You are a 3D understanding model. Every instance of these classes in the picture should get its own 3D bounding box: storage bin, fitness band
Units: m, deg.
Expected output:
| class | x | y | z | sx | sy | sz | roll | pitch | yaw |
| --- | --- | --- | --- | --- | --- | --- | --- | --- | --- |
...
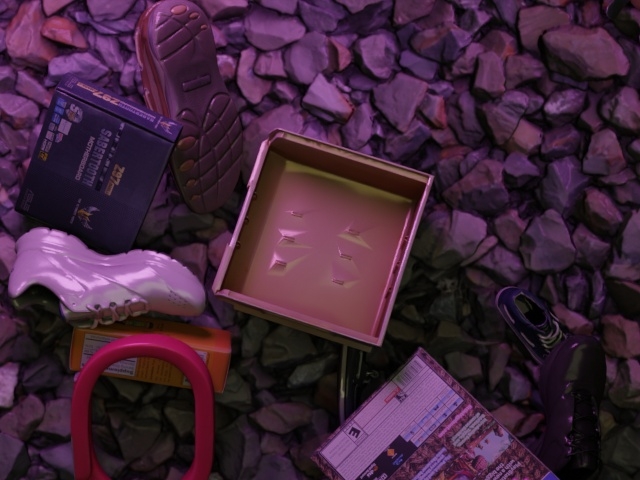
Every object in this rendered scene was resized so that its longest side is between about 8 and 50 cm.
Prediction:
| class | x | y | z | sx | sy | sz | roll | pitch | yaw |
| --- | --- | --- | --- | --- | --- | --- | --- | --- | --- |
| storage bin | 0.000 | 0.000 | 1.805 | 0.260 | 0.123 | 0.262 | 18 | 79 | 2 |
| fitness band | -0.259 | 0.273 | 1.793 | 0.209 | 0.054 | 0.291 | 0 | 110 | -6 |

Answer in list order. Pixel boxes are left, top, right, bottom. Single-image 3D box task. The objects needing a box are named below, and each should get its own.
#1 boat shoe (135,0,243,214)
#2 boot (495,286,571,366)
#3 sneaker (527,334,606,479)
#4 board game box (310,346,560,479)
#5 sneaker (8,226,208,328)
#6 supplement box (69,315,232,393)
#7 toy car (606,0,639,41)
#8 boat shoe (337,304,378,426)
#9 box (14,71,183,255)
| class | x | y | z | sx | sy | sz | roll | pitch | yaw |
| --- | --- | --- | --- | --- | --- | --- | --- | --- | --- |
| boat shoe | -0.200 | -0.201 | 1.822 | 0.123 | 0.116 | 0.324 | -17 | 110 | -29 |
| boot | 0.349 | 0.149 | 1.893 | 0.190 | 0.086 | 0.069 | 43 | 85 | -4 |
| sneaker | 0.387 | 0.286 | 1.855 | 0.109 | 0.130 | 0.286 | 6 | 101 | -14 |
| board game box | 0.175 | 0.347 | 1.784 | 0.232 | 0.141 | 0.291 | -44 | 67 | -4 |
| sneaker | -0.312 | 0.078 | 1.781 | 0.297 | 0.111 | 0.129 | 10 | 49 | 2 |
| supplement box | -0.251 | 0.163 | 1.821 | 0.233 | 0.078 | 0.080 | 12 | 108 | -6 |
| toy car | 0.533 | -0.402 | 1.904 | 0.155 | 0.149 | 0.188 | 35 | 97 | -15 |
| boat shoe | 0.059 | 0.195 | 1.865 | 0.065 | 0.075 | 0.206 | 3 | 84 | -4 |
| box | -0.323 | -0.104 | 1.770 | 0.183 | 0.059 | 0.233 | 25 | 124 | -7 |
